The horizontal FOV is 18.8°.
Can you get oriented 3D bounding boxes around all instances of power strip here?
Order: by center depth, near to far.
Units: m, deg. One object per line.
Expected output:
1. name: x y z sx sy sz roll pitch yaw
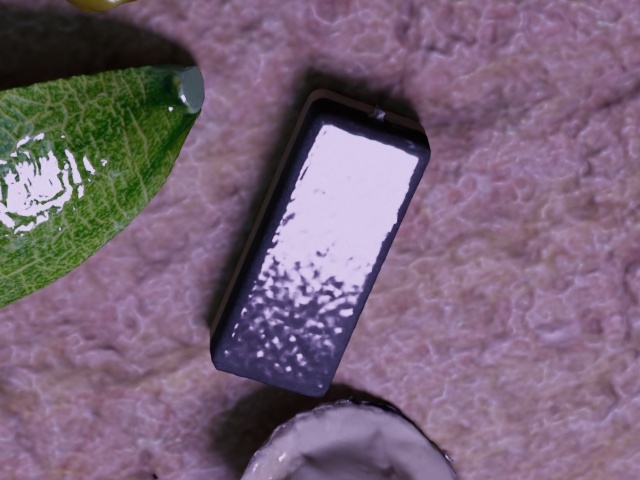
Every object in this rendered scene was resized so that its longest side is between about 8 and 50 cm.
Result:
1. power strip: 0.000 0.000 1.577 0.105 0.070 0.257 18 114 -15

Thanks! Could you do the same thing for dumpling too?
1. dumpling: 0.031 0.223 1.657 0.247 0.142 0.172 23 80 -29

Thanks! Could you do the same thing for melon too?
1. melon: -0.242 -0.053 1.502 0.323 0.124 0.196 -21 122 7

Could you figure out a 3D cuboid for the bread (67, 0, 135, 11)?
1. bread: -0.244 -0.324 1.380 0.383 0.112 0.166 35 104 -19
